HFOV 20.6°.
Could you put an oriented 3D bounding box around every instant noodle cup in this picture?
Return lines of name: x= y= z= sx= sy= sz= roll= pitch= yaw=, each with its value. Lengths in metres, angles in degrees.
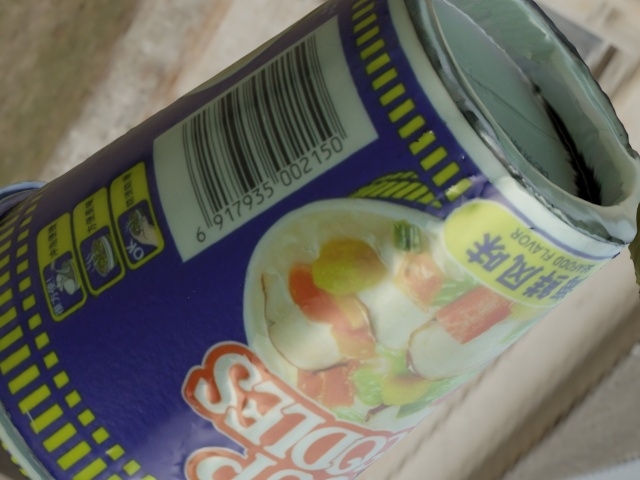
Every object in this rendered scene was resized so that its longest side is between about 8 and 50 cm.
instant noodle cup: x=0.000 y=0.000 z=0.970 sx=0.312 sy=0.284 sz=0.284 roll=-37 pitch=-163 yaw=27

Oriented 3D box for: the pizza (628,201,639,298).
pizza: x=0.223 y=0.023 z=0.775 sx=0.188 sy=0.080 sz=0.204 roll=-18 pitch=-130 yaw=26
